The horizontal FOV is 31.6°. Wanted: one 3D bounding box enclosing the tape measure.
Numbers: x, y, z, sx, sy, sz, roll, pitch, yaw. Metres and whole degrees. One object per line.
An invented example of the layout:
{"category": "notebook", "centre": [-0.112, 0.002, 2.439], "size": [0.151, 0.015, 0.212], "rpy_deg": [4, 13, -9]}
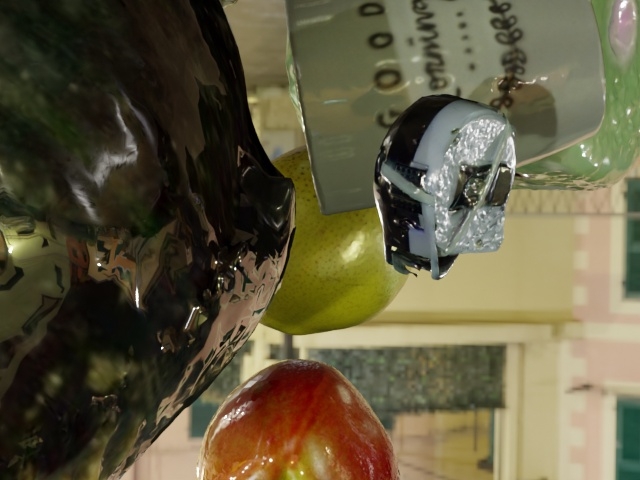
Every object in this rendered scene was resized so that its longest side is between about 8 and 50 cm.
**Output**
{"category": "tape measure", "centre": [0.068, -0.031, 0.618], "size": [0.054, 0.094, 0.091], "rpy_deg": [23, -148, 38]}

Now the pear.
{"category": "pear", "centre": [0.000, 0.001, 1.087], "size": [0.198, 0.198, 0.198], "rpy_deg": [1, 180, 0]}

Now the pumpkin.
{"category": "pumpkin", "centre": [-0.230, 0.001, 0.559], "size": [0.454, 0.344, 0.454], "rpy_deg": [-39, -168, 10]}

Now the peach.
{"category": "peach", "centre": [-0.024, 0.265, 1.402], "size": [0.249, 0.245, 0.274], "rpy_deg": [-1, -166, 9]}

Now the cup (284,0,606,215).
{"category": "cup", "centre": [0.091, -0.167, 0.910], "size": [0.234, 0.258, 0.186], "rpy_deg": [-11, 179, 2]}

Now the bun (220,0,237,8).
{"category": "bun", "centre": [-0.175, -0.252, 1.005], "size": [0.210, 0.116, 0.237], "rpy_deg": [2, -159, 18]}

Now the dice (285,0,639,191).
{"category": "dice", "centre": [0.168, -0.224, 1.210], "size": [0.330, 0.322, 0.318], "rpy_deg": [8, -179, 35]}
